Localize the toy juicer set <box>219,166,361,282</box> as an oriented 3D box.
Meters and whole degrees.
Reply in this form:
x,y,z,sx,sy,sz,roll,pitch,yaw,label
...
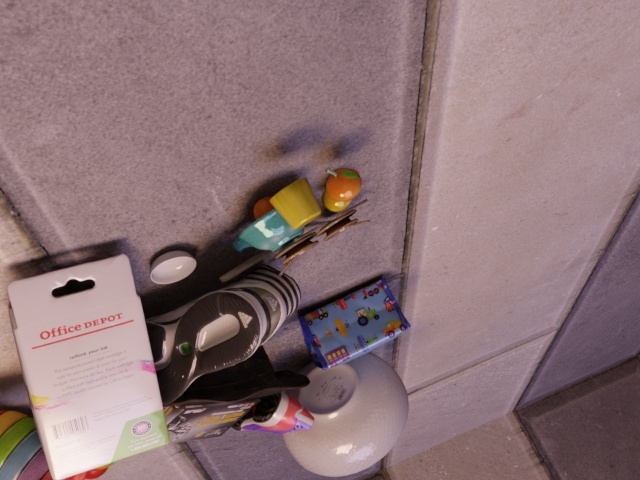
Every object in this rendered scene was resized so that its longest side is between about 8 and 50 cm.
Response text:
x,y,z,sx,sy,sz,roll,pitch,yaw,label
-0.052,-0.048,1.430,0.209,0.090,0.329,-30,175,-35,toy juicer set

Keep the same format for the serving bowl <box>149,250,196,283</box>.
x,y,z,sx,sy,sz,roll,pitch,yaw,label
-0.262,0.042,1.446,0.083,0.027,0.083,-21,153,-11,serving bowl

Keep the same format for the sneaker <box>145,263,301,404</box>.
x,y,z,sx,sy,sz,roll,pitch,yaw,label
-0.214,0.178,1.578,0.447,0.169,0.257,-22,-179,34,sneaker

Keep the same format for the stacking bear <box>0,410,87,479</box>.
x,y,z,sx,sy,sz,roll,pitch,yaw,label
-0.586,0.388,1.515,0.164,0.289,0.175,-58,171,-5,stacking bear

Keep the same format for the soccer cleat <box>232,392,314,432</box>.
x,y,z,sx,sy,sz,roll,pitch,yaw,label
-0.128,0.431,2.019,0.116,0.109,0.318,31,156,-18,soccer cleat

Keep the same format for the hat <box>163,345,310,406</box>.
x,y,z,sx,sy,sz,roll,pitch,yaw,label
-0.191,0.255,1.711,0.331,0.134,0.331,-8,177,0,hat

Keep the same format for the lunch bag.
x,y,z,sx,sy,sz,roll,pitch,yaw,label
0.079,0.227,1.986,0.220,0.138,0.293,-25,164,-7,lunch bag

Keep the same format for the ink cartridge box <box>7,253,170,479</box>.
x,y,z,sx,sy,sz,roll,pitch,yaw,label
-0.396,0.198,1.392,0.207,0.119,0.354,-14,108,-22,ink cartridge box

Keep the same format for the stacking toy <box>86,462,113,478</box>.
x,y,z,sx,sy,sz,roll,pitch,yaw,label
-0.507,0.467,1.896,0.141,0.141,0.330,-6,153,-34,stacking toy

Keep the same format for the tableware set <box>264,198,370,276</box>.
x,y,z,sx,sy,sz,roll,pitch,yaw,label
0.000,0.000,1.484,0.194,0.039,0.128,-30,175,-38,tableware set

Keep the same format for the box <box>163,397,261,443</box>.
x,y,z,sx,sy,sz,roll,pitch,yaw,label
-0.281,0.404,1.919,0.231,0.056,0.183,5,139,-46,box

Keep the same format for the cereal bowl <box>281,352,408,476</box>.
x,y,z,sx,sy,sz,roll,pitch,yaw,label
0.042,0.405,2.063,0.338,0.339,0.141,-27,130,2,cereal bowl
